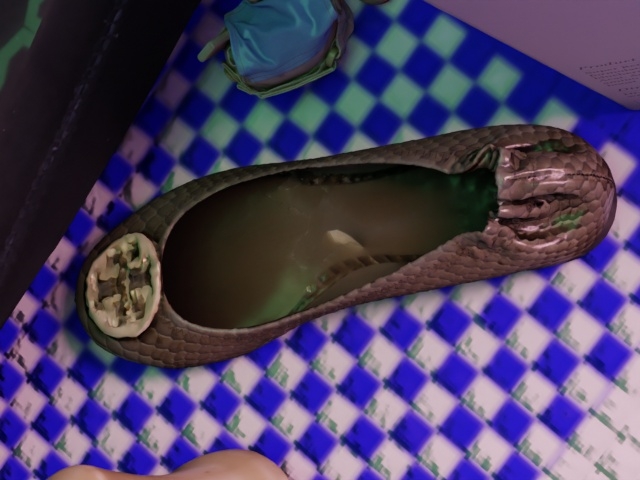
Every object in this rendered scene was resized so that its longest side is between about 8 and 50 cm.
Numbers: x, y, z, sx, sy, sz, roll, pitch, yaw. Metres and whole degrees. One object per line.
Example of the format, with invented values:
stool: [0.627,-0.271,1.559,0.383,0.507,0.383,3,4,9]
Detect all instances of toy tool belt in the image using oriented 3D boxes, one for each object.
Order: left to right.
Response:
toy tool belt: [-0.010,-0.096,0.838,0.083,0.051,0.052,-32,73,18]

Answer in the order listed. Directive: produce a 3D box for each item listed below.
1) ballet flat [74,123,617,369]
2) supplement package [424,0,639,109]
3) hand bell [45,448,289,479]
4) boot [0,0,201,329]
ballet flat: [0.000,0.000,0.821,0.250,0.058,0.084,-11,80,23]
supplement package: [0.132,-0.162,0.648,0.177,0.293,0.175,-10,81,22]
hand bell: [-0.133,0.105,0.754,0.126,0.242,0.126,-27,50,37]
boot: [-0.273,-0.038,0.900,0.367,0.146,0.445,28,97,26]
